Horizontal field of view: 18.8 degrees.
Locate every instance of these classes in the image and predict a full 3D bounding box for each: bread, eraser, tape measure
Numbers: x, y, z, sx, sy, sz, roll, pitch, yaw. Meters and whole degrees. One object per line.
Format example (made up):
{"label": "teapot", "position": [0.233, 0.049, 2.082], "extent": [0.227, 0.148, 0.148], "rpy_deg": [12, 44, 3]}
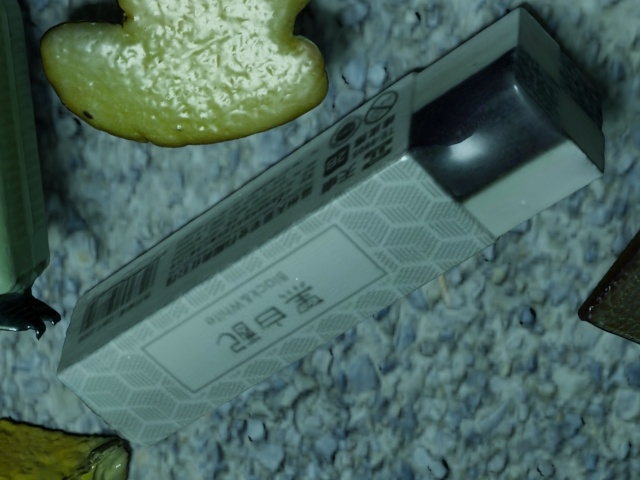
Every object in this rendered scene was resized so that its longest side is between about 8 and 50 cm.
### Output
{"label": "bread", "position": [-0.226, 0.214, 1.462], "extent": [0.160, 0.169, 0.140], "rpy_deg": [7, 128, -15]}
{"label": "eraser", "position": [0.000, 0.000, 1.285], "extent": [0.404, 0.098, 0.096], "rpy_deg": [-32, 118, 28]}
{"label": "tape measure", "position": [-0.283, -0.049, 1.229], "extent": [0.207, 0.115, 0.235], "rpy_deg": [-4, 99, 8]}
{"label": "bread", "position": [-0.087, -0.138, 1.221], "extent": [0.188, 0.065, 0.149], "rpy_deg": [-7, 115, 17]}

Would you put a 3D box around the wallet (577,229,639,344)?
{"label": "wallet", "position": [0.287, -0.010, 1.274], "extent": [0.133, 0.039, 0.243], "rpy_deg": [22, 126, -13]}
